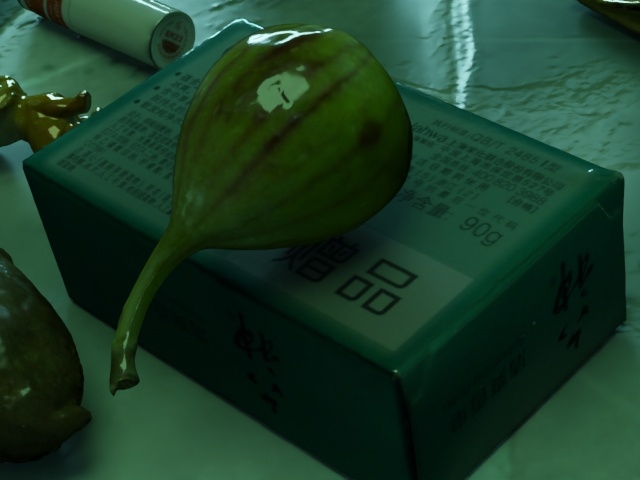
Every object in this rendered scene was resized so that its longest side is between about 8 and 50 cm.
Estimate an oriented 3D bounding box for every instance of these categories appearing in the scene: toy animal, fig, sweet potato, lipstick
[{"bbox_3d":[-0.162,-0.055,0.841,0.083,0.060,0.081,-4,77,9],"label":"toy animal"},{"bbox_3d":[-0.026,-0.020,0.591,0.093,0.093,0.166,14,46,27],"label":"fig"},{"bbox_3d":[-0.182,0.018,0.743,0.075,0.075,0.273,-24,37,-15],"label":"sweet potato"},{"bbox_3d":[-0.134,-0.142,0.938,0.130,0.038,0.038,27,53,36],"label":"lipstick"}]

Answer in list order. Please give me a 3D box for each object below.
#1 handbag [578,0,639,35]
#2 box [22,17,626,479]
[{"bbox_3d":[0.346,-0.146,0.781,0.283,0.133,0.401,-34,45,-19],"label":"handbag"},{"bbox_3d":[0.000,0.000,0.702,0.245,0.092,0.153,28,54,38],"label":"box"}]
